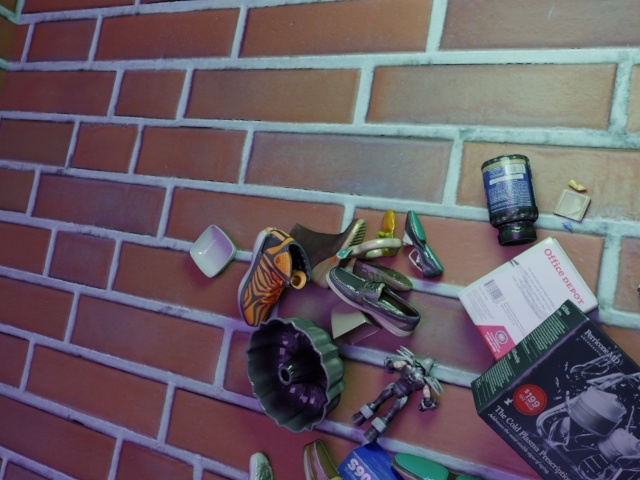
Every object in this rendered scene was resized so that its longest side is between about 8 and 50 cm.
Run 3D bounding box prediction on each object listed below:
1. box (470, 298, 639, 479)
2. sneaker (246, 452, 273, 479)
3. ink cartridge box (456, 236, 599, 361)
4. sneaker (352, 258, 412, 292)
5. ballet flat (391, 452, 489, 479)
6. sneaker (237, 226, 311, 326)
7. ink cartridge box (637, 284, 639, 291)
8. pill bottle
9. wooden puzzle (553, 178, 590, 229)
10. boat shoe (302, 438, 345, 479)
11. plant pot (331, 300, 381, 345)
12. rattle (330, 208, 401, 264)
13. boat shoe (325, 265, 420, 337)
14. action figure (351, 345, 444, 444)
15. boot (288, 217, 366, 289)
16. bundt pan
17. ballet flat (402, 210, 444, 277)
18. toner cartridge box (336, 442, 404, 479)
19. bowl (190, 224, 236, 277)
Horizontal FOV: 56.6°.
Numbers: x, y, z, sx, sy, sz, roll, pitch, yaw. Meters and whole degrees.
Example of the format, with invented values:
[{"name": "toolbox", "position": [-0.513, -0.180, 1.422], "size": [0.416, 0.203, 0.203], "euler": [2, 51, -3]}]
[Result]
[{"name": "box", "position": [0.569, 0.367, 1.311], "size": [0.343, 0.179, 0.312], "euler": [44, 102, 1]}, {"name": "sneaker", "position": [-0.205, 0.745, 1.748], "size": [0.115, 0.090, 0.232], "euler": [-7, 77, 29]}, {"name": "ink cartridge box", "position": [0.514, 0.148, 1.474], "size": [0.273, 0.114, 0.197], "euler": [-34, 68, 18]}, {"name": "sneaker", "position": [0.174, 0.114, 1.688], "size": [0.188, 0.066, 0.071], "euler": [27, 113, 31]}, {"name": "ballet flat", "position": [0.322, 0.637, 1.499], "size": [0.316, 0.107, 0.106], "euler": [10, 100, 28]}, {"name": "sneaker", "position": [-0.135, 0.135, 1.752], "size": [0.180, 0.124, 0.321], "euler": [27, 113, 38]}, {"name": "ink cartridge box", "position": [0.816, 0.127, 1.313], "size": [0.190, 0.139, 0.082], "euler": [35, 99, 27]}, {"name": "pill bottle", "position": [0.489, -0.101, 1.524], "size": [0.122, 0.123, 0.219], "euler": [-11, 77, 24]}, {"name": "wooden puzzle", "position": [0.640, -0.091, 1.510], "size": [0.078, 0.014, 0.116], "euler": [32, 96, 31]}, {"name": "boat shoe", "position": [0.055, 0.698, 1.618], "size": [0.120, 0.122, 0.324], "euler": [-25, 79, 15]}, {"name": "plant pot", "position": [0.091, 0.223, 1.683], "size": [0.109, 0.109, 0.096], "euler": [-31, 58, 19]}, {"name": "rattle", "position": [0.119, -0.012, 1.664], "size": [0.199, 0.130, 0.143], "euler": [-5, 90, -3]}, {"name": "boat shoe", "position": [0.148, 0.151, 1.622], "size": [0.285, 0.103, 0.092], "euler": [36, 127, 8]}, {"name": "action figure", "position": [0.209, 0.409, 1.597], "size": [0.285, 0.099, 0.185], "euler": [-47, 58, 8]}, {"name": "boot", "position": [0.000, 0.000, 1.766], "size": [0.207, 0.090, 0.248], "euler": [36, 102, 24]}, {"name": "bundt pan", "position": [-0.060, 0.363, 1.679], "size": [0.331, 0.124, 0.331], "euler": [10, 106, 41]}, {"name": "ballet flat", "position": [0.268, 0.015, 1.646], "size": [0.074, 0.074, 0.203], "euler": [-30, 72, 19]}, {"name": "toner cartridge box", "position": [0.208, 0.677, 1.510], "size": [0.348, 0.165, 0.075], "euler": [43, 102, 26]}, {"name": "bowl", "position": [-0.344, 0.037, 1.952], "size": [0.142, 0.053, 0.142], "euler": [-48, 64, 12]}]
